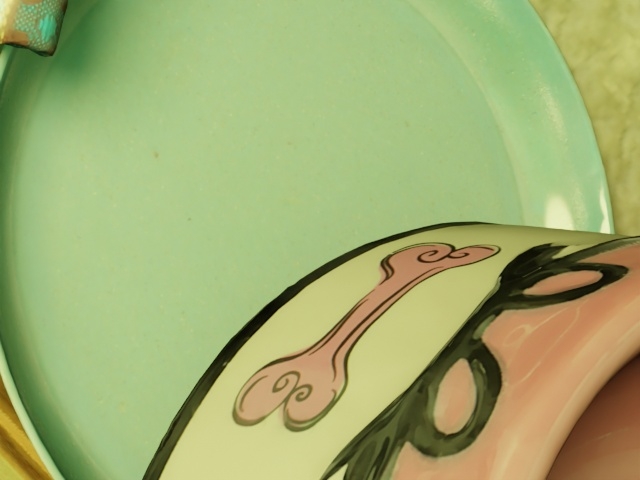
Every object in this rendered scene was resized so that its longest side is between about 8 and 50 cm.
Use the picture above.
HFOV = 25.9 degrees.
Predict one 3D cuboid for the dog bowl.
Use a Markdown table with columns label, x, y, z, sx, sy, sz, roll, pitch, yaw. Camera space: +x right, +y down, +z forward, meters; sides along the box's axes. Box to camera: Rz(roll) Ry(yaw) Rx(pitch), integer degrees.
| label | x | y | z | sx | sy | sz | roll | pitch | yaw |
| --- | --- | --- | --- | --- | --- | --- | --- | --- | --- |
| dog bowl | 0.126 | 0.181 | 0.512 | 0.408 | 0.150 | 0.408 | 9 | 75 | -35 |

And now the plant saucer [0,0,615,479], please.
| label | x | y | z | sx | sy | sz | roll | pitch | yaw |
| --- | --- | --- | --- | --- | --- | --- | --- | --- | --- |
| plant saucer | 0.000 | 0.000 | 0.576 | 0.317 | 0.043 | 0.318 | 7 | 78 | -35 |

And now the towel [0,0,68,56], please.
| label | x | y | z | sx | sy | sz | roll | pitch | yaw |
| --- | --- | --- | --- | --- | --- | --- | --- | --- | --- |
| towel | -0.177 | -0.268 | 0.493 | 0.271 | 0.040 | 0.370 | 12 | 92 | 19 |

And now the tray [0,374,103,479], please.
| label | x | y | z | sx | sy | sz | roll | pitch | yaw |
| --- | --- | --- | --- | --- | --- | --- | --- | --- | --- |
| tray | -0.028 | 0.188 | 0.626 | 0.076 | 0.203 | 0.411 | -39 | 103 | 11 |
